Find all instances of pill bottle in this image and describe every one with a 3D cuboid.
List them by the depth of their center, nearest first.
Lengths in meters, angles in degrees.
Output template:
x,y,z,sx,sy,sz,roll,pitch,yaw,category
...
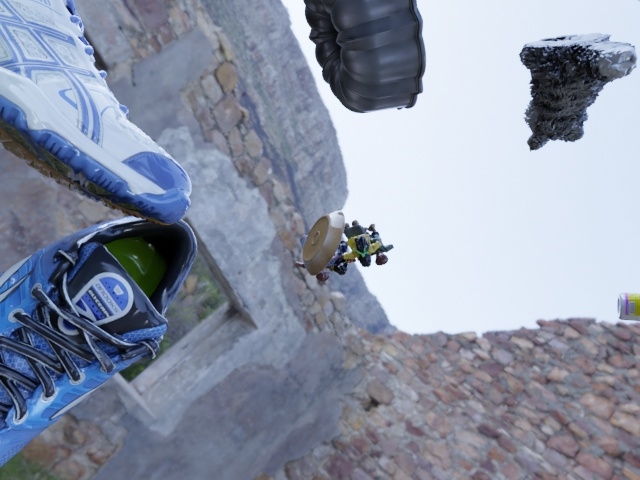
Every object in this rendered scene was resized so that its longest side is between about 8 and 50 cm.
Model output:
x,y,z,sx,sy,sz,roll,pitch,yaw,category
0.500,0.102,0.841,0.083,0.043,0.043,2,-42,21,pill bottle

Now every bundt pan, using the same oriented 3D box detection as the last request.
x,y,z,sx,sy,sz,roll,pitch,yaw,category
0.060,-0.376,0.991,0.331,0.124,0.330,160,-90,-81,bundt pan

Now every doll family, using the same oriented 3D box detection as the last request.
x,y,z,sx,sy,sz,roll,pitch,yaw,category
0.047,0.025,1.078,0.076,0.193,0.111,69,1,-54,doll family

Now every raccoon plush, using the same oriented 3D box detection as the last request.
x,y,z,sx,sy,sz,roll,pitch,yaw,category
0.617,-0.340,1.385,0.216,0.446,0.299,-2,-65,15,raccoon plush

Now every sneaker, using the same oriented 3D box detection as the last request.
x,y,z,sx,sy,sz,roll,pitch,yaw,category
-0.194,-0.132,0.377,0.296,0.131,0.112,39,-21,-21,sneaker
-0.201,0.064,0.385,0.147,0.330,0.129,-27,-73,33,sneaker

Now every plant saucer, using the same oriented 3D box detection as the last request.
x,y,z,sx,sy,sz,roll,pitch,yaw,category
0.000,0.000,0.647,0.015,0.083,0.083,26,-12,-20,plant saucer
